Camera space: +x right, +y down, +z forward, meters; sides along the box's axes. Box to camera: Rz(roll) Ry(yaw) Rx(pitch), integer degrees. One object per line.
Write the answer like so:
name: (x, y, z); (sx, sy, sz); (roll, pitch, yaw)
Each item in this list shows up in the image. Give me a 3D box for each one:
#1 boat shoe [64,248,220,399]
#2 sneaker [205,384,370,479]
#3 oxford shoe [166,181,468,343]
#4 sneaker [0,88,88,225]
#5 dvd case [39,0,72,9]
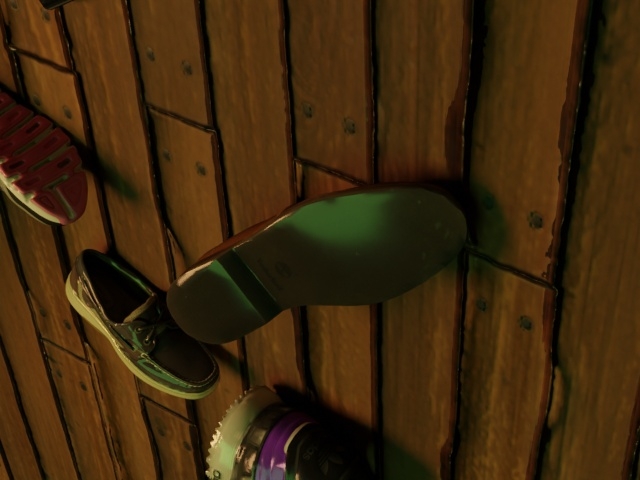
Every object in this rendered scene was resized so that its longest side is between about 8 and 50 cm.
boat shoe: (-0.141, 0.065, 0.969); (0.152, 0.056, 0.049); (36, 148, 11)
sneaker: (0.000, 0.256, 0.981); (0.146, 0.102, 0.293); (19, 136, 29)
oxford shoe: (0.000, 0.000, 0.770); (0.212, 0.076, 0.076); (-17, 112, 32)
sneaker: (-0.240, -0.063, 0.936); (0.170, 0.063, 0.075); (40, 143, 15)
dvd case: (-0.134, -0.239, 0.699); (0.253, 0.022, 0.180); (-8, 120, 46)
